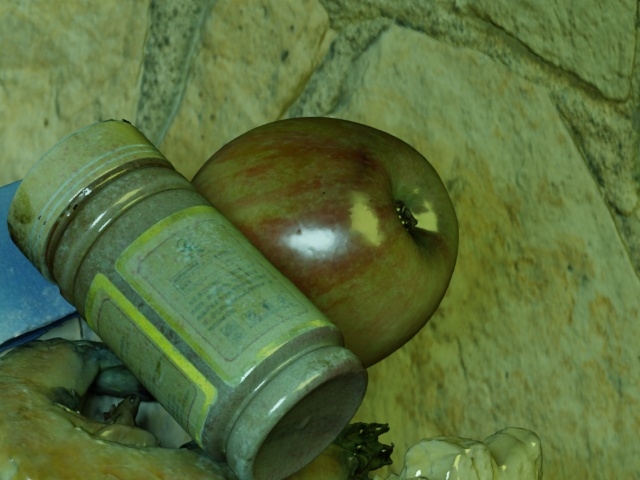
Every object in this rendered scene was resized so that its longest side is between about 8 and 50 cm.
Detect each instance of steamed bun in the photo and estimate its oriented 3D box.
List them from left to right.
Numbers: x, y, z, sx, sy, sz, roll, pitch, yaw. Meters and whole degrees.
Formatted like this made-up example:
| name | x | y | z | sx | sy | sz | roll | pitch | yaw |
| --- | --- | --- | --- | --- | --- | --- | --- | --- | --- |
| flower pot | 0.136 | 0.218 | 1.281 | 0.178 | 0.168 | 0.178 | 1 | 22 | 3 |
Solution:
| name | x | y | z | sx | sy | sz | roll | pitch | yaw |
| --- | --- | --- | --- | --- | --- | --- | --- | --- | --- |
| steamed bun | 0.117 | 0.307 | 1.579 | 0.292 | 0.137 | 0.295 | 35 | 58 | -41 |

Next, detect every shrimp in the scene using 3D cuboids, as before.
| name | x | y | z | sx | sy | sz | roll | pitch | yaw |
| --- | --- | --- | --- | --- | --- | --- | --- | --- | --- |
| shrimp | -0.110 | 0.176 | 1.544 | 0.445 | 0.085 | 0.272 | 3 | 32 | -40 |

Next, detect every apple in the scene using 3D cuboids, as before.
| name | x | y | z | sx | sy | sz | roll | pitch | yaw |
| --- | --- | --- | --- | --- | --- | --- | --- | --- | --- |
| apple | 0.000 | 0.000 | 1.639 | 0.257 | 0.234 | 0.257 | 25 | 52 | -37 |

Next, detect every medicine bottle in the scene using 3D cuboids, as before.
| name | x | y | z | sx | sy | sz | roll | pitch | yaw |
| --- | --- | --- | --- | --- | --- | --- | --- | --- | --- |
| medicine bottle | -0.114 | 0.052 | 1.477 | 0.151 | 0.151 | 0.322 | -23 | 57 | -41 |

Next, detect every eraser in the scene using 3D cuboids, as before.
| name | x | y | z | sx | sy | sz | roll | pitch | yaw |
| --- | --- | --- | --- | --- | --- | --- | --- | --- | --- |
| eraser | -0.282 | 0.021 | 1.582 | 0.312 | 0.042 | 0.144 | -25 | 76 | -41 |
